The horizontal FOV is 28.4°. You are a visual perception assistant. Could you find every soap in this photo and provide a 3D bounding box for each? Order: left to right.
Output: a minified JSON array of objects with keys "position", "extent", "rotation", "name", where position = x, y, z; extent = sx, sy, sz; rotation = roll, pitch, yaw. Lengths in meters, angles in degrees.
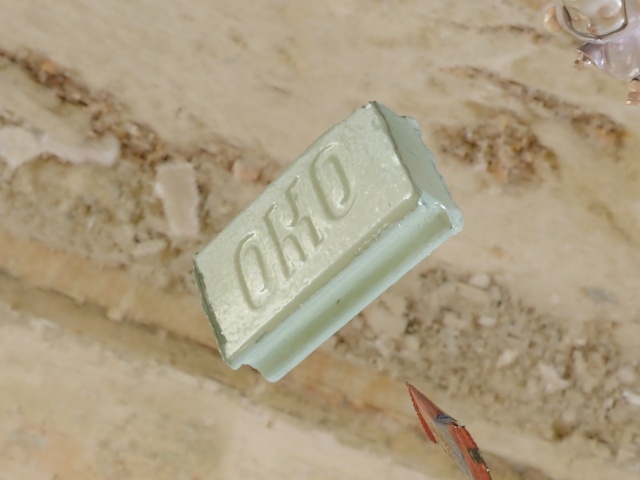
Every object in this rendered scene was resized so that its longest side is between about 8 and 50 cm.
[{"position":[0.000,0.000,0.915],"extent":[0.198,0.114,0.063],"rotation":[-42,139,22],"name":"soap"}]

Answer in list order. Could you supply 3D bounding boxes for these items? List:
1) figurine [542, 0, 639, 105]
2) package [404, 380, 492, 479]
[{"position":[0.410,-0.311,1.750],"extent":[0.200,0.133,0.276],"rotation":[5,135,45],"name":"figurine"},{"position":[0.133,0.203,1.318],"extent":[0.083,0.022,0.200],"rotation":[60,172,-12],"name":"package"}]
